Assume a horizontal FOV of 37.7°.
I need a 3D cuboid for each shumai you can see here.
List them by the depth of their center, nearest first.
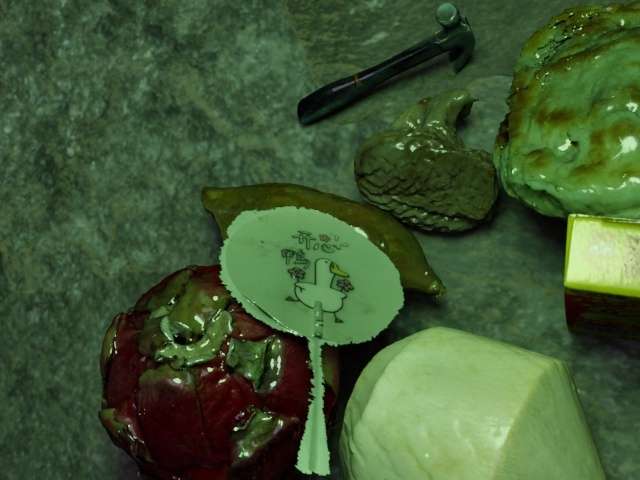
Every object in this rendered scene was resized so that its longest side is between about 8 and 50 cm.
[{"bbox_3d":[0.160,-0.117,1.307,0.206,0.166,0.175,19,50,9],"label":"shumai"}]

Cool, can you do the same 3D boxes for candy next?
[{"bbox_3d":[0.362,0.052,1.106,0.146,0.276,0.088,6,77,16],"label":"candy"}]

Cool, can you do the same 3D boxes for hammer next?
[{"bbox_3d":[0.093,-0.246,1.383,0.290,0.137,0.037,-25,66,21],"label":"hammer"}]

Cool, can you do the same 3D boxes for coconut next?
[{"bbox_3d":[0.187,0.251,1.078,0.329,0.329,0.329,-5,70,14],"label":"coconut"}]

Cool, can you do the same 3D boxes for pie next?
[{"bbox_3d":[0.407,-0.144,1.139,0.395,0.180,0.418,-5,39,11],"label":"pie"}]

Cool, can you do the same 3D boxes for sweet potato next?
[{"bbox_3d":[0.000,0.000,1.297,0.369,0.158,0.158,9,74,14],"label":"sweet potato"}]

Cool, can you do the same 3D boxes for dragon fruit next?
[{"bbox_3d":[-0.122,0.178,1.178,0.329,0.329,0.329,-5,70,14],"label":"dragon fruit"}]

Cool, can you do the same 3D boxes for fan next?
[{"bbox_3d":[-0.004,0.091,1.068,0.233,0.012,0.415,9,40,-12],"label":"fan"}]
